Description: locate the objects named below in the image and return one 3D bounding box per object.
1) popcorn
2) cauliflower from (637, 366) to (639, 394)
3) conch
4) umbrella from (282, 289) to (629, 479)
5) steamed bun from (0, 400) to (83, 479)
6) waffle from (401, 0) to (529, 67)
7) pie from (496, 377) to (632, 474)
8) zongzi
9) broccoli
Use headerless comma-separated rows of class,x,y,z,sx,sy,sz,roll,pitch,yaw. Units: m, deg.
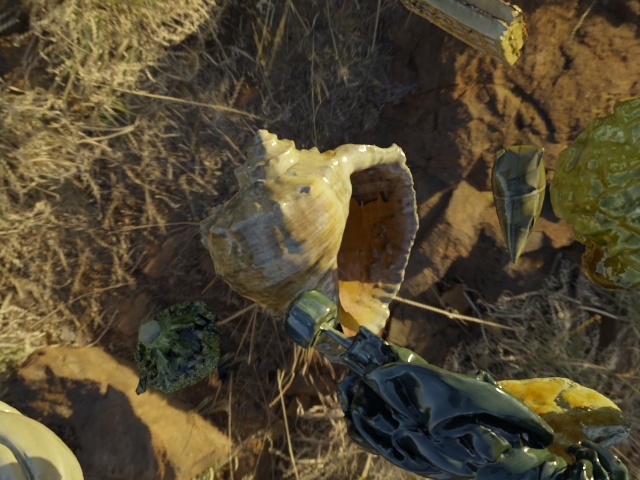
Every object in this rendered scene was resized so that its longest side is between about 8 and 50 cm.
popcorn,0.403,-0.039,0.857,0.237,0.205,0.251,-28,125,26
cauliflower,0.627,0.229,1.096,0.275,0.250,0.272,43,113,1
conch,-0.012,-0.009,0.995,0.297,0.210,0.352,-35,139,-24
umbrella,0.107,0.158,0.586,0.349,0.094,0.143,36,122,14
steamed bun,-0.390,0.329,0.753,0.368,0.255,0.342,-39,69,-5
waffle,0.140,-0.239,0.758,0.148,0.102,0.042,37,101,18
pie,0.347,0.334,1.206,0.338,0.337,0.075,-6,116,-1
zongzi,0.363,-0.068,1.357,0.094,0.205,0.204,-1,94,15
broccoli,-0.194,0.140,0.990,0.132,0.120,0.130,-6,61,21
